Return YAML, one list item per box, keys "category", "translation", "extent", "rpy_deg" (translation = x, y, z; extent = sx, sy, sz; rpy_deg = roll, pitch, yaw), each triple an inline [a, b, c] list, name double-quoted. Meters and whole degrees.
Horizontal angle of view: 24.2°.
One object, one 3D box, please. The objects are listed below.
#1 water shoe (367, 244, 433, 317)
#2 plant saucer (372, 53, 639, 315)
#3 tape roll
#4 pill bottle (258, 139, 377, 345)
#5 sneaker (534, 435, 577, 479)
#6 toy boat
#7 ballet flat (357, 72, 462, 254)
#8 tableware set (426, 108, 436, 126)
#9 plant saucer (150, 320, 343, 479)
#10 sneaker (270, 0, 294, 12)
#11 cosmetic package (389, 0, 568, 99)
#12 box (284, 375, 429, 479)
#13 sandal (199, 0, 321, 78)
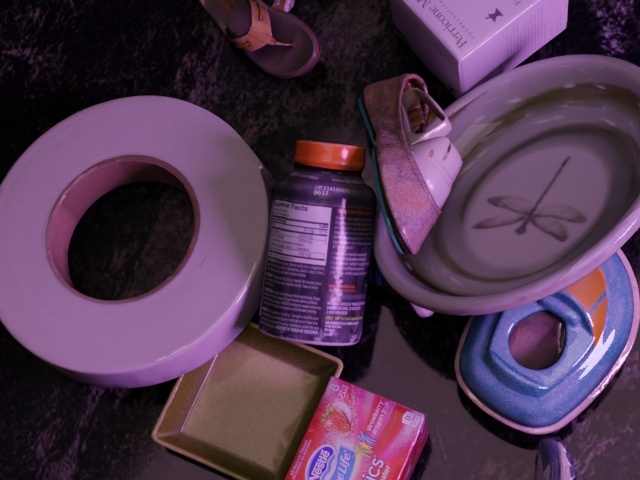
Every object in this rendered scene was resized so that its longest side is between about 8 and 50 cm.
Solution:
- category: "water shoe"
  translation: [0.068, 0.033, 1.917]
  extent: [0.080, 0.073, 0.203]
  rpy_deg: [-44, 68, 16]
- category: "plant saucer"
  translation: [0.256, -0.052, 1.816]
  extent: [0.400, 0.100, 0.400]
  rpy_deg: [-24, 40, 21]
- category: "tape roll"
  translation: [-0.244, -0.003, 1.926]
  extent: [0.392, 0.072, 0.392]
  rpy_deg: [-5, 66, 12]
- category: "pill bottle"
  translation: [0.000, 0.000, 1.840]
  extent: [0.130, 0.130, 0.245]
  rpy_deg: [8, 94, 9]
- category: "sneaker"
  translation: [0.240, 0.368, 1.763]
  extent: [0.122, 0.110, 0.283]
  rpy_deg: [5, 73, 12]
- category: "toy boat"
  translation: [0.337, 0.133, 1.802]
  extent: [0.318, 0.148, 0.267]
  rpy_deg: [29, 78, 15]
- category: "ballet flat"
  translation: [0.114, -0.111, 1.836]
  extent: [0.106, 0.107, 0.316]
  rpy_deg: [-23, 40, 11]
- category: "tableware set"
  translation: [0.146, -0.115, 1.970]
  extent: [0.154, 0.024, 0.104]
  rpy_deg: [43, 85, 15]
- category: "plant saucer"
  translation: [-0.089, 0.206, 1.883]
  extent: [0.188, 0.045, 0.188]
  rpy_deg: [22, 76, 13]
- category: "sneaker"
  translation: [-0.052, -0.317, 2.050]
  extent: [0.032, 0.037, 0.083]
  rpy_deg: [28, 101, 21]
- category: "cosmetic package"
  translation: [0.207, -0.307, 1.952]
  extent: [0.184, 0.151, 0.151]
  rpy_deg: [-38, 71, -6]
- category: "box"
  translation: [0.024, 0.310, 1.796]
  extent: [0.128, 0.122, 0.257]
  rpy_deg: [21, 76, 12]
- category: "sandal"
  translation: [-0.094, -0.296, 2.016]
  extent: [0.219, 0.060, 0.090]
  rpy_deg: [45, 111, 18]
